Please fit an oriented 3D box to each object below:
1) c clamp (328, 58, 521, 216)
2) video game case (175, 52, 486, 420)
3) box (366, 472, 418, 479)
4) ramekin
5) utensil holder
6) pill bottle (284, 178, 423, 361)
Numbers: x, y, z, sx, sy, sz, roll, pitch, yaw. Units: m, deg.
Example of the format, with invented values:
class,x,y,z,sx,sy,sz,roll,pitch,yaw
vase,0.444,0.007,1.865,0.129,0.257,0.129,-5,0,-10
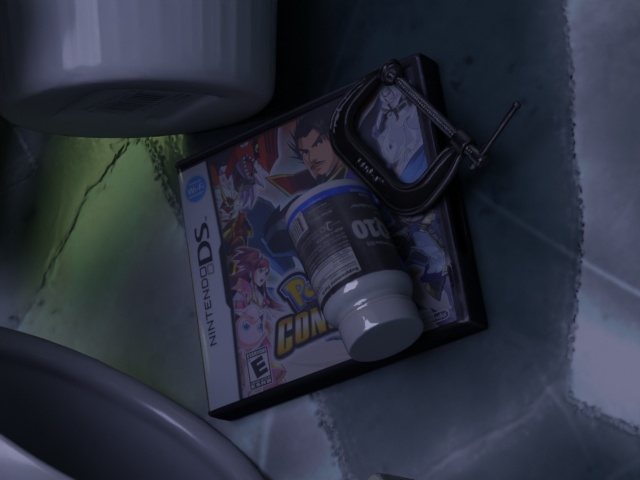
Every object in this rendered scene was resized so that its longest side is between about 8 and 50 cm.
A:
class,x,y,z,sx,sy,sz,roll,pitch,yaw
c clamp,0.079,-0.094,1.514,0.161,0.022,0.137,41,107,34
video game case,0.000,0.000,1.576,0.275,0.035,0.248,-22,65,30
box,0.009,0.314,1.435,0.275,0.113,0.094,-49,54,14
ramekin,-0.167,-0.179,1.607,0.277,0.277,0.135,-10,79,35
utensil holder,-0.264,0.313,1.510,0.328,0.328,0.385,35,101,38
pill bottle,0.029,0.025,1.477,0.078,0.078,0.137,-37,59,23
